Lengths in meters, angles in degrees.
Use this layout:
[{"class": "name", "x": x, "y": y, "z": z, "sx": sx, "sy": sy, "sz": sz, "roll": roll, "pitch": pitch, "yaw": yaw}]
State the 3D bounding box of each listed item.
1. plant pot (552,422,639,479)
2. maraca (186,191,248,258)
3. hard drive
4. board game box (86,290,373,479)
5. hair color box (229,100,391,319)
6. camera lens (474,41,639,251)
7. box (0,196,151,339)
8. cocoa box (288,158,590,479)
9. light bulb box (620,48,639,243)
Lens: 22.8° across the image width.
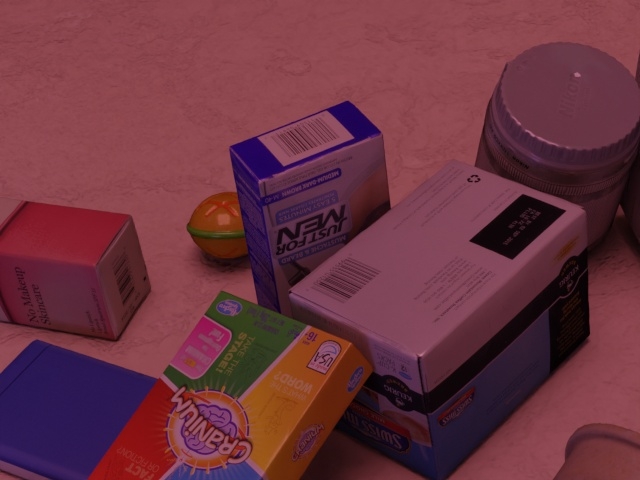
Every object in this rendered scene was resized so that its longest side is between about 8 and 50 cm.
[{"class": "plant pot", "x": 0.286, "y": 0.411, "z": 1.632, "sx": 0.305, "sy": 0.334, "sz": 0.334, "roll": -41, "pitch": 47, "yaw": -20}, {"class": "maraca", "x": -0.136, "y": -0.028, "z": 2.430, "sx": 0.127, "sy": 0.099, "sz": 0.186, "roll": 4, "pitch": 14, "yaw": 8}, {"class": "hard drive", "x": -0.323, "y": 0.249, "z": 2.156, "sx": 0.318, "sy": 0.040, "sz": 0.210, "roll": 15, "pitch": 44, "yaw": 28}, {"class": "board game box", "x": -0.116, "y": 0.233, "z": 1.954, "sx": 0.242, "sy": 0.064, "sz": 0.316, "roll": 18, "pitch": 66, "yaw": 41}, {"class": "hair color box", "x": 0.000, "y": 0.000, "z": 2.162, "sx": 0.185, "sy": 0.339, "sz": 0.110, "roll": -23, "pitch": 41, "yaw": -17}, {"class": "camera lens", "x": 0.335, "y": -0.120, "z": 2.273, "sx": 0.219, "sy": 0.274, "sz": 0.219, "roll": 2, "pitch": 54, "yaw": -3}, {"class": "box", "x": -0.390, "y": 0.040, "z": 2.348, "sx": 0.232, "sy": 0.149, "sz": 0.127, "roll": 7, "pitch": 41, "yaw": 21}, {"class": "cocoa box", "x": 0.166, "y": 0.099, "z": 2.091, "sx": 0.231, "sy": 0.228, "sz": 0.347, "roll": 25, "pitch": 50, "yaw": 36}, {"class": "light bulb box", "x": 0.574, "y": -0.104, "z": 2.146, "sx": 0.225, "sy": 0.358, "sz": 0.361, "roll": -4, "pitch": 38, "yaw": -7}]
